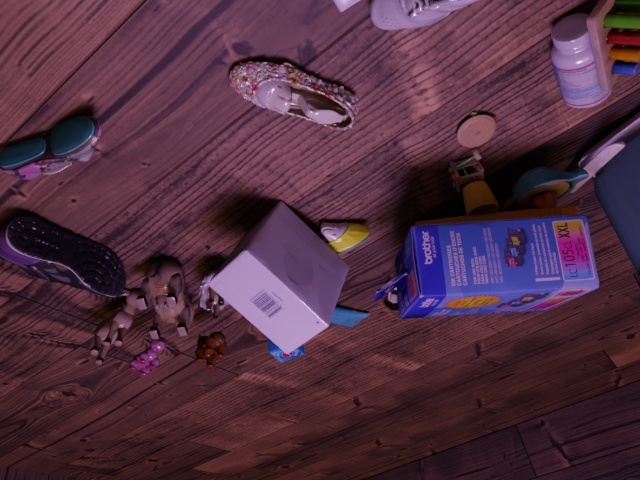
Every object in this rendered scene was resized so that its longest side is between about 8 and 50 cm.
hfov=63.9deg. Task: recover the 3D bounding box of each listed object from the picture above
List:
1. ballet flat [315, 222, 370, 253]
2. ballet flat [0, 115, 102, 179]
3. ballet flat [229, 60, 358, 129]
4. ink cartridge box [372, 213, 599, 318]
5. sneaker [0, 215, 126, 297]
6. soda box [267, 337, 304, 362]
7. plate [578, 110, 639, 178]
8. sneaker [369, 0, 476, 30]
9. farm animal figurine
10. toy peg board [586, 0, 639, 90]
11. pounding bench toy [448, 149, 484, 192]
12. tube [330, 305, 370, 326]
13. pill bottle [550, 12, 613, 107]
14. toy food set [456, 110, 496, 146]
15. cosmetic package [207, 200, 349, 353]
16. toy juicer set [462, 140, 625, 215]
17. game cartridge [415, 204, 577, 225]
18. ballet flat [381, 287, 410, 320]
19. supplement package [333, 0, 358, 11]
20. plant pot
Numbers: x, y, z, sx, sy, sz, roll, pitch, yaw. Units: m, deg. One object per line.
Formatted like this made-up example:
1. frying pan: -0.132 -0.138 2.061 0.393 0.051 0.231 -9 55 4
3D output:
1. ballet flat: 0.000 0.000 1.207 0.231 0.077 0.077 -21 123 15
2. ballet flat: -0.466 -0.160 0.919 0.222 0.076 0.079 -17 158 15
3. ballet flat: -0.038 -0.249 0.895 0.241 0.077 0.091 8 138 -20
4. ink cartridge box: 0.306 0.067 1.063 0.396 0.151 0.270 -2 162 1
5. sneaker: -0.570 0.046 1.131 0.124 0.107 0.283 -19 138 32
6. soda box: -0.096 0.194 1.302 0.067 0.210 0.071 -22 140 13
7. plate: 0.747 -0.218 1.129 0.278 0.045 0.277 21 131 -32
8. sneaker: 0.166 -0.358 0.696 0.297 0.129 0.110 -2 120 53
9. farm animal figurine: -0.386 0.175 1.267 0.331 0.172 0.326 8 125 -10
10. toy peg board: 0.522 -0.353 0.831 0.161 0.079 0.161 -53 134 -7
11. pounding bench toy: 0.311 -0.154 1.103 0.065 0.052 0.083 -15 140 6
12. tube: 0.047 0.218 1.494 0.207 0.052 0.080 19 137 -38
13. pill bottle: 0.463 -0.318 0.915 0.087 0.087 0.160 -27 137 19
14. toy food set: 0.319 -0.225 1.046 0.083 0.020 0.082 17 133 -28
15. cosmetic package: -0.078 0.073 1.095 0.224 0.224 0.138 44 122 -11
16. toy juicer set: 0.479 -0.092 1.123 0.329 0.089 0.209 -17 158 11
17. game cartridge: 0.388 0.000 1.186 0.324 0.052 0.285 -5 164 12
18. ballet flat: 0.249 0.129 1.346 0.124 0.116 0.342 17 158 -9
19. supplement package: 0.016 -0.445 0.630 0.139 0.133 0.244 -25 138 17
20. plant pot: 0.762 -0.044 1.045 0.342 0.333 0.341 -6 140 -5
